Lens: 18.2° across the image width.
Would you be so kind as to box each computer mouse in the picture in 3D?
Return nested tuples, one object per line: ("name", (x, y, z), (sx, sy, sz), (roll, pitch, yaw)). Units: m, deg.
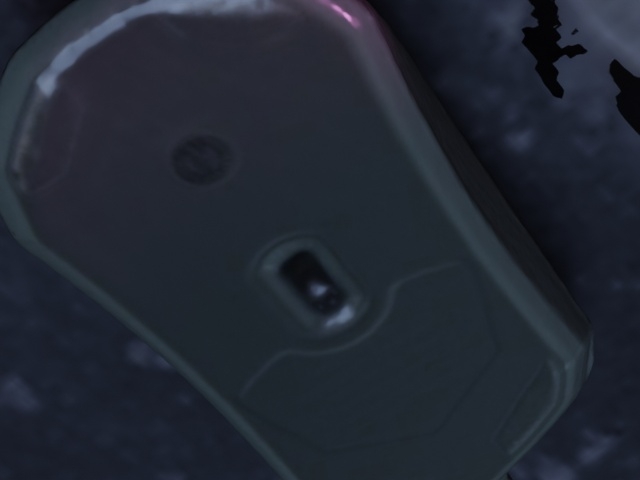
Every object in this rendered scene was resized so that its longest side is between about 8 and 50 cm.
("computer mouse", (0.000, 0.000, 0.450), (0.089, 0.056, 0.182), (-30, 125, 15))
